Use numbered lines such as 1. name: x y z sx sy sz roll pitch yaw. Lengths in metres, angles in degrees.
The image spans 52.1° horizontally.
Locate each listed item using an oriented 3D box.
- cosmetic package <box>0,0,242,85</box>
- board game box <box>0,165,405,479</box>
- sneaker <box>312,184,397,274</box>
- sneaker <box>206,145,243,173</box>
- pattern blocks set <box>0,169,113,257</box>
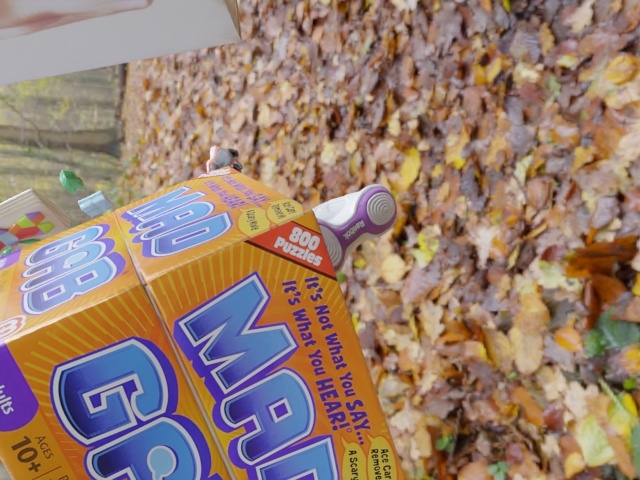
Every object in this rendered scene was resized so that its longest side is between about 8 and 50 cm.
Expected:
1. cosmetic package: -0.233 -0.248 0.586 0.129 0.296 0.153 70 -170 -72
2. board game box: -0.172 0.154 0.812 0.356 0.357 0.356 32 144 65
3. sneaker: 0.000 0.000 1.155 0.152 0.305 0.114 -14 100 53
4. sneaker: -0.187 -0.140 1.293 0.157 0.065 0.061 -95 0 -47
5. pattern blocks set: -0.518 -0.013 1.077 0.026 0.325 0.285 61 -175 15
